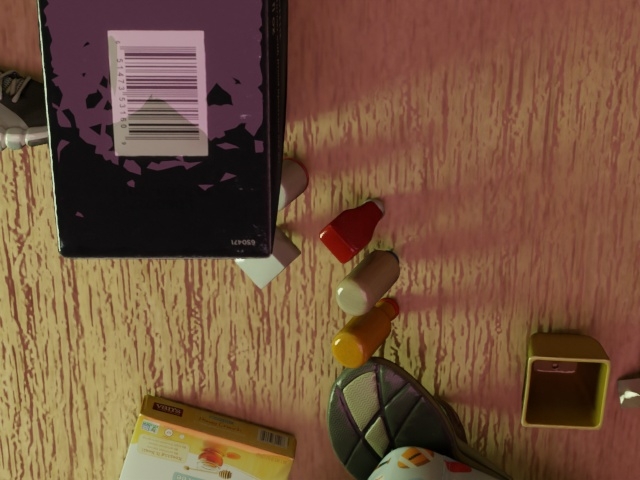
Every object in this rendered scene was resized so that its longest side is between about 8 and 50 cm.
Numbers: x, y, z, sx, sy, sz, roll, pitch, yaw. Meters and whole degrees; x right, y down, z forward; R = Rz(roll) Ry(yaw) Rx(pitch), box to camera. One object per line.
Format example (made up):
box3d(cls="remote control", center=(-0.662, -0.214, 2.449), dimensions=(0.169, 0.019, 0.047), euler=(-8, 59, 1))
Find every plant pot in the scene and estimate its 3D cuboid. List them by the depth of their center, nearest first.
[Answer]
box3d(cls="plant pot", center=(0.243, 0.134, 1.454), dimensions=(0.081, 0.083, 0.081), euler=(3, 115, 1))

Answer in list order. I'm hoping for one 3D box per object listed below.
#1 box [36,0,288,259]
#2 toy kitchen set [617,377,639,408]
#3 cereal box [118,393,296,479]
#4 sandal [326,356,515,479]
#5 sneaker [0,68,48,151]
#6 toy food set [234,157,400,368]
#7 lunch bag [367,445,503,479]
box3d(cls="box", center=(-0.119, -0.178, 1.203), dimensions=(0.182, 0.294, 0.296), euler=(0, 116, 0))
box3d(cls="toy kitchen set", center=(0.360, 0.159, 1.496), dimensions=(0.068, 0.075, 0.083), euler=(-13, 81, 47))
box3d(cls="cereal box", center=(-0.141, 0.296, 1.565), dimensions=(0.173, 0.047, 0.240), euler=(16, 115, -5))
box3d(cls="sandal", center=(0.107, 0.219, 1.506), dimensions=(0.120, 0.086, 0.303), euler=(-31, 126, 18))
box3d(cls="sneaker", center=(-0.329, -0.155, 1.340), dimensions=(0.228, 0.086, 0.132), euler=(-3, 113, 5))
box3d(cls="toy food set", center=(0.000, 0.000, 1.412), dimensions=(0.232, 0.104, 0.111), euler=(46, 124, 1))
box3d(cls="lunch bag", center=(0.148, 0.361, 1.451), dimensions=(0.303, 0.115, 0.243), euler=(29, 116, -4))
